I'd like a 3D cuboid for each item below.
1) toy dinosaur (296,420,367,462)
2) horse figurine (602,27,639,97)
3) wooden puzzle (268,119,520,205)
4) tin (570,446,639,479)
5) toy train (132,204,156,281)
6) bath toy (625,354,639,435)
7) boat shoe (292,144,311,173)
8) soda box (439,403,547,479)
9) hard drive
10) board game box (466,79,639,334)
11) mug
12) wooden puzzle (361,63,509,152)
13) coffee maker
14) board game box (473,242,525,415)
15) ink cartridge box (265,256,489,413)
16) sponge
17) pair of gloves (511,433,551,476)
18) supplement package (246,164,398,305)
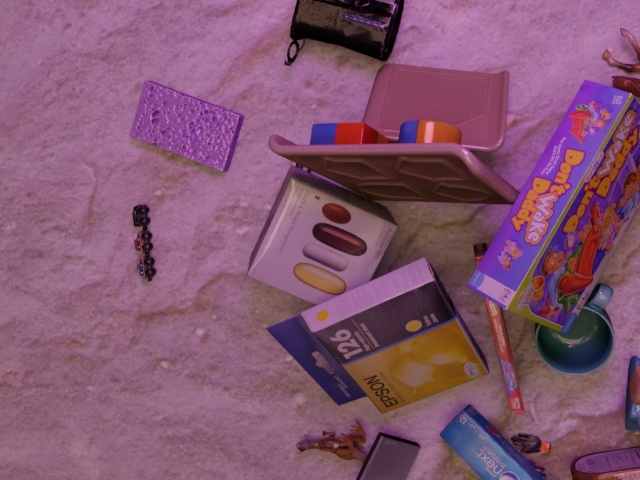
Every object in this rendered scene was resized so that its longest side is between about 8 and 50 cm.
[{"bbox_3d":[0.061,0.417,1.374,0.211,0.064,0.112,20,133,4],"label":"toy dinosaur"},{"bbox_3d":[0.594,-0.338,1.149,0.174,0.066,0.263,35,101,12],"label":"horse figurine"},{"bbox_3d":[0.141,-0.122,1.101,0.347,0.322,0.081,10,85,33],"label":"wooden puzzle"},{"bbox_3d":[0.546,0.407,1.236,0.189,0.106,0.040,-13,94,13],"label":"tin"},{"bbox_3d":[-0.363,0.006,1.412,0.036,0.027,0.158,-3,97,16],"label":"toy train"},{"bbox_3d":[0.710,0.288,1.182,0.348,0.151,0.129,9,64,10],"label":"bath toy"},{"bbox_3d":[-0.035,-0.114,1.319,0.043,0.049,0.137,11,95,8],"label":"boat shoe"},{"bbox_3d":[0.324,0.407,1.278,0.210,0.067,0.071,45,104,19],"label":"soda box"},{"bbox_3d":[0.126,0.445,1.346,0.094,0.022,0.135,22,97,-23],"label":"hard drive"},{"bbox_3d":[0.394,-0.037,1.073,0.078,0.233,0.347,34,99,42],"label":"board game box"},{"bbox_3d":[0.458,0.154,1.218,0.157,0.097,0.129,-28,95,22],"label":"mug"},{"bbox_3d":[0.198,-0.227,1.189,0.238,0.221,0.044,5,136,13],"label":"wooden puzzle"},{"bbox_3d":[0.047,-0.382,1.242,0.178,0.120,0.171,20,124,10],"label":"coffee maker"},{"bbox_3d":[0.316,0.151,1.230,0.027,0.145,0.281,-13,95,14],"label":"board game box"},{"bbox_3d":[0.109,0.197,1.234,0.307,0.072,0.304,-26,132,12],"label":"ink cartridge box"},{"bbox_3d":[-0.263,-0.225,1.358,0.210,0.031,0.117,21,101,9],"label":"sponge"},{"bbox_3d":[0.393,0.410,1.306,0.074,0.010,0.083,10,82,16],"label":"pair of gloves"},{"bbox_3d":[0.000,0.000,1.248,0.203,0.149,0.194,23,103,-8],"label":"supplement package"}]
